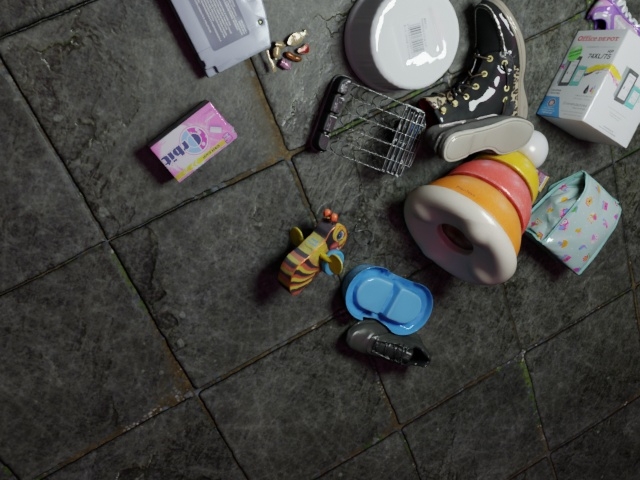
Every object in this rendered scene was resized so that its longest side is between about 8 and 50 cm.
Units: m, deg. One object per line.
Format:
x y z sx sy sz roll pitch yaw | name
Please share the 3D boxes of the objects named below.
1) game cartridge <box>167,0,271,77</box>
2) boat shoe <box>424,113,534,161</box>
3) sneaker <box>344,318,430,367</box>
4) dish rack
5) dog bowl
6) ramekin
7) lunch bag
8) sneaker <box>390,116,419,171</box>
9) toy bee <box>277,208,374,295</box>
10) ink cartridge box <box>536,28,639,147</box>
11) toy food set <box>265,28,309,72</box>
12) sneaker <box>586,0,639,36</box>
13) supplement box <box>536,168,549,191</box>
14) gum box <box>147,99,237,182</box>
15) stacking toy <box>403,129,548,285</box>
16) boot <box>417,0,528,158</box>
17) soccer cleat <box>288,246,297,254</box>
-0.240 -0.550 1.381 0.198 0.062 0.297 -32 116 -14 | game cartridge
0.419 -0.283 1.590 0.335 0.095 0.112 -13 132 -30 | boat shoe
0.208 0.312 1.805 0.287 0.130 0.109 12 105 -23 | sneaker
0.130 -0.289 1.577 0.272 0.074 0.208 18 101 -14 | dish rack
0.190 0.166 1.780 0.297 0.074 0.165 24 98 -27 | dog bowl
0.211 -0.509 1.527 0.277 0.135 0.277 -7 110 -19 | ramekin
0.793 -0.066 1.896 0.223 0.160 0.262 34 99 -27 | lunch bag
0.210 -0.264 1.649 0.085 0.058 0.152 35 88 -33 | sneaker
0.000 0.000 1.600 0.298 0.195 0.162 -55 148 -37 | toy bee
0.813 -0.440 1.754 0.197 0.198 0.270 22 98 -26 | ink cartridge box
-0.077 -0.463 1.494 0.122 0.019 0.077 -29 116 -19 | toy food set
0.865 -0.619 1.780 0.236 0.095 0.104 39 97 -23 | sneaker
0.647 -0.192 1.857 0.083 0.043 0.055 27 96 -28 | supplement box
-0.302 -0.242 1.452 0.188 0.062 0.107 -39 117 -5 | gum box
0.500 -0.140 1.707 0.480 0.351 0.350 -45 118 -20 | stacking toy
0.400 -0.422 1.630 0.284 0.138 0.377 -28 125 -11 | boot
-0.082 0.054 1.661 0.083 0.029 0.035 -46 109 -6 | soccer cleat
